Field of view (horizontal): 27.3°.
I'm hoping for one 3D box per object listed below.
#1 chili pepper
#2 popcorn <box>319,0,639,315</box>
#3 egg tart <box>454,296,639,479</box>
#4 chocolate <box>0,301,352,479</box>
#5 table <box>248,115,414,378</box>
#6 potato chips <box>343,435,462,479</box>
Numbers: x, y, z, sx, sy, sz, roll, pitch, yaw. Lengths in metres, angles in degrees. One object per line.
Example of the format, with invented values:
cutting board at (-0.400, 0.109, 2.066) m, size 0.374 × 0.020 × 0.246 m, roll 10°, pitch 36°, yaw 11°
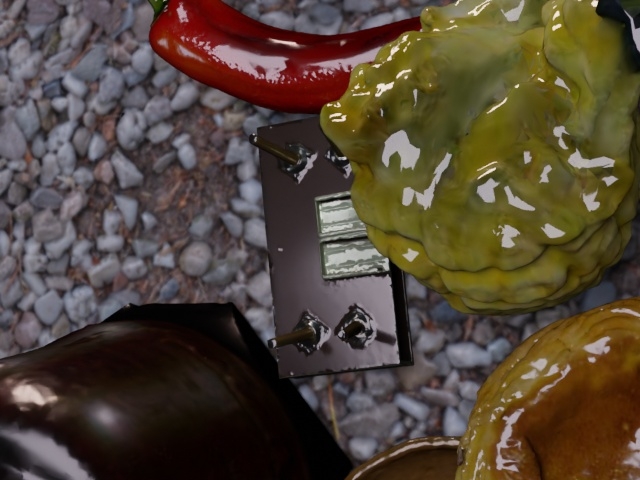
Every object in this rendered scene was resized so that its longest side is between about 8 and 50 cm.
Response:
chili pepper at (-0.031, -0.190, 1.241) m, size 0.368 × 0.092 × 0.137 m, roll 12°, pitch 107°, yaw 16°
popcorn at (0.142, -0.077, 1.078) m, size 0.292 × 0.237 × 0.293 m, roll -1°, pitch 88°, yaw 24°
egg tart at (0.269, 0.217, 1.028) m, size 0.351 × 0.150 × 0.352 m, roll -4°, pitch 72°, yaw 13°
chocolate at (-0.214, 0.231, 1.146) m, size 0.383 × 0.331 × 0.384 m, roll -4°, pitch 80°, yaw 24°
table at (0.000, 0.000, 1.197) m, size 0.121 × 0.111 × 0.240 m, roll -9°, pitch 80°, yaw 21°
potato chips at (0.094, 0.249, 1.159) m, size 0.201 × 0.049 × 0.150 m, roll -36°, pitch 82°, yaw 11°
